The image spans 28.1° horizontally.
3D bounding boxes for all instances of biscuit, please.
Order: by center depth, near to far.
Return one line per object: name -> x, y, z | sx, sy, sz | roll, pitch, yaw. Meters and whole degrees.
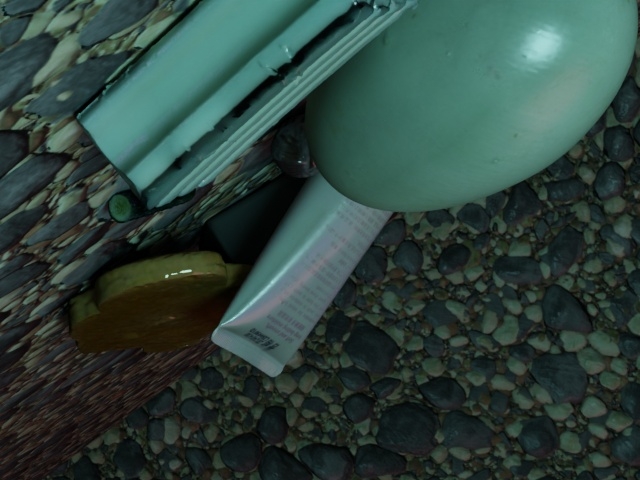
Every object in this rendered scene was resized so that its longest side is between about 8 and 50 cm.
biscuit -> -0.196, 0.082, 1.671 | 0.269, 0.051, 0.376 | -9, 162, -9

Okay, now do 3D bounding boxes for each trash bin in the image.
trash bin -> -0.044, -0.030, 1.764 | 0.236, 0.101, 0.177 | -31, 174, -16

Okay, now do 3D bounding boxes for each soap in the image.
soap -> -0.054, -0.140, 0.981 | 0.261, 0.094, 0.150 | -39, 177, 24

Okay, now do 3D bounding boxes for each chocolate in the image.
chocolate -> 0.005, -0.121, 1.471 | 0.167, 0.072, 0.072 | -32, 173, -43

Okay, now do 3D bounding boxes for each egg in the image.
egg -> 0.121, -0.150, 1.151 | 0.230, 0.230, 0.371 | -29, 177, -42

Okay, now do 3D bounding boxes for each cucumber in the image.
cucumber -> -0.167, -0.045, 1.324 | 0.032, 0.032, 0.133 | -39, 171, 31

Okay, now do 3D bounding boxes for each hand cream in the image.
hand cream -> 0.000, 0.000, 1.610 | 0.358, 0.118, 0.185 | -56, 151, -5
